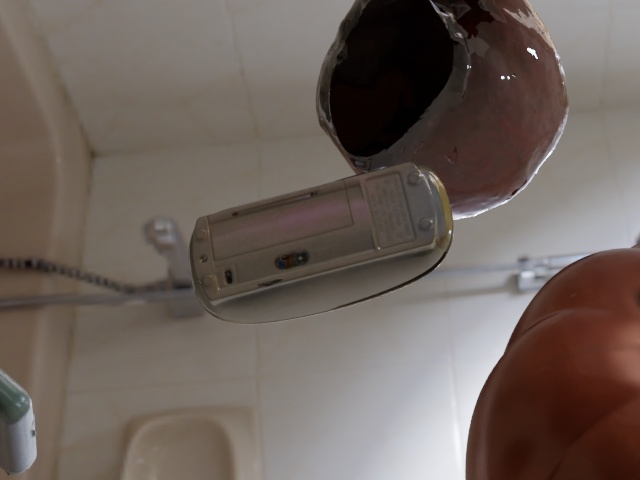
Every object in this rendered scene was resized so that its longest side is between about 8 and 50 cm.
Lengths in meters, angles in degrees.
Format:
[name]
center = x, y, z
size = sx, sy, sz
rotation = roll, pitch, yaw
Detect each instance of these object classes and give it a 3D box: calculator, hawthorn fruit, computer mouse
[calculator]
center = -0.372, 0.179, 1.309
size = 0.045, 0.141, 0.246
rotation = -51, 170, -28
[hawthorn fruit]
center = 0.118, -0.123, 1.046
size = 0.249, 0.215, 0.215
rotation = 33, 38, -33
[computer mouse]
center = 0.000, 0.001, 0.894
size = 0.045, 0.199, 0.102
rotation = 68, 8, -60

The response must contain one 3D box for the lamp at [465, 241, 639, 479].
[lamp]
center = 0.148, 0.094, 0.456
size = 0.188, 0.187, 0.164
rotation = -90, -178, -51
